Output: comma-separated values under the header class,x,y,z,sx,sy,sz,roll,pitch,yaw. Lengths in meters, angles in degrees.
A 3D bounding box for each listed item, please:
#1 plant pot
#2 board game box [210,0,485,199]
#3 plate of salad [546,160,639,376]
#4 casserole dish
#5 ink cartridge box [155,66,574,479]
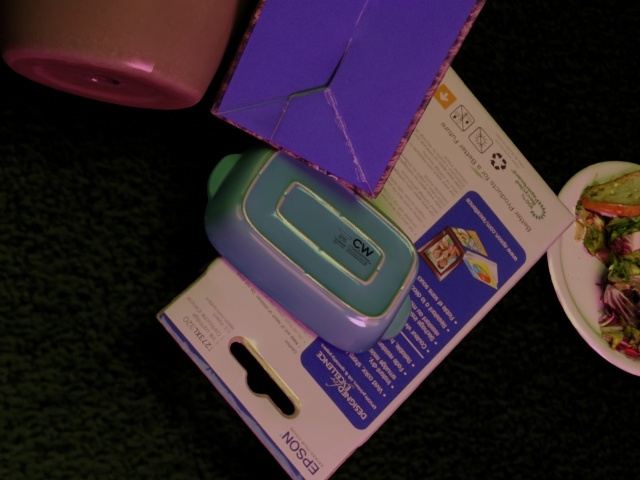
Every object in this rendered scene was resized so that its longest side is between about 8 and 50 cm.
class,x,y,z,sx,sy,sz,roll,pitch,yaw
plant pot,-0.133,-0.222,1.352,0.263,0.263,0.229,14,82,-26
board game box,0.063,-0.218,1.396,0.141,0.232,0.291,28,40,0
plate of salad,0.283,0.021,1.608,0.200,0.048,0.200,12,66,-28
casserole dish,0.000,0.000,1.379,0.188,0.037,0.114,40,56,-11
ink cartridge box,0.036,0.025,1.447,0.176,0.069,0.371,50,52,-4
